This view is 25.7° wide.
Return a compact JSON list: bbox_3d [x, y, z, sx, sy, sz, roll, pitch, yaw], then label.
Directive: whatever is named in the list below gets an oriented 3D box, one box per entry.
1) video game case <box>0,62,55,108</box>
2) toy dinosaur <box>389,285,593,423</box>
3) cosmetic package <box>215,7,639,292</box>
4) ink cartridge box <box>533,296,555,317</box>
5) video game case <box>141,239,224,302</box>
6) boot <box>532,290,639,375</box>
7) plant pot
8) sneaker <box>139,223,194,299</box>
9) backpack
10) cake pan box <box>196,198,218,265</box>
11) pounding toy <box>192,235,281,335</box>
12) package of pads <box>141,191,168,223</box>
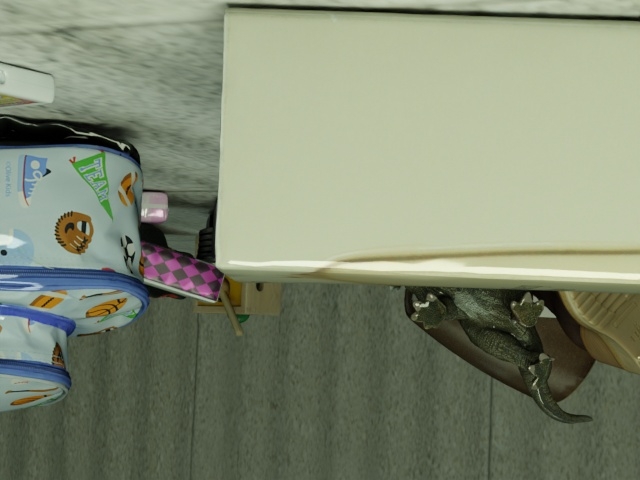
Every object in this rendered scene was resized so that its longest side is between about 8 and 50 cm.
[{"bbox_3d":[-0.245,-0.085,0.735,0.157,0.019,0.143,-1,175,33],"label":"video game case"},{"bbox_3d":[0.146,0.050,1.291,0.313,0.121,0.160,30,-169,-16],"label":"toy dinosaur"},{"bbox_3d":[0.113,-0.032,0.637,0.309,0.113,0.160,1,176,2],"label":"cosmetic package"},{"bbox_3d":[0.304,0.059,1.617,0.296,0.066,0.261,4,-162,-27],"label":"ink cartridge box"},{"bbox_3d":[-0.225,0.008,1.432,0.232,0.042,0.210,19,176,-13],"label":"video game case"},{"bbox_3d":[0.205,0.010,1.244,0.207,0.090,0.248,40,167,51],"label":"boot"},{"bbox_3d":[0.239,0.089,1.915,0.230,0.215,0.215,19,171,-18],"label":"plant pot"},{"bbox_3d":[-0.272,0.027,1.884,0.144,0.090,0.270,8,173,12],"label":"sneaker"},{"bbox_3d":[-0.248,0.014,0.958,0.263,0.213,0.276,-8,175,-12],"label":"backpack"},{"bbox_3d":[0.000,0.000,1.523,0.266,0.070,0.246,4,174,-8],"label":"cake pan box"},{"bbox_3d":[-0.121,0.064,1.975,0.130,0.141,0.100,-2,174,43],"label":"pounding toy"},{"bbox_3d":[-0.190,-0.033,1.372,0.083,0.032,0.050,3,176,-7],"label":"package of pads"}]
